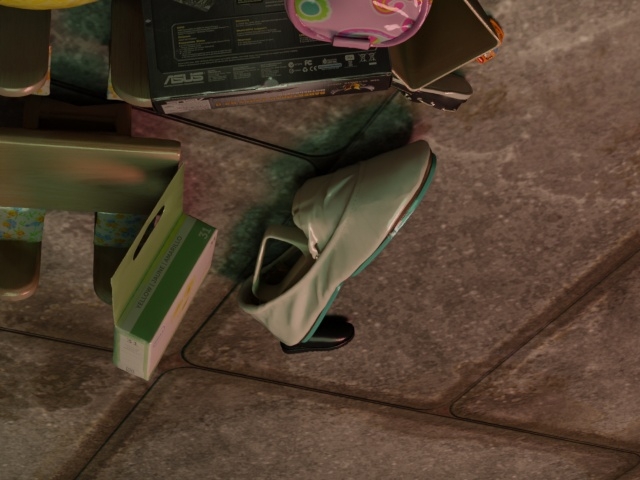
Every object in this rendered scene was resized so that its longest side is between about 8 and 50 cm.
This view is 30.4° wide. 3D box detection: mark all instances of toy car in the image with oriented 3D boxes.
[{"bbox_3d":[0.164,-0.235,1.273,0.060,0.041,0.122,-15,143,10],"label":"toy car"}]

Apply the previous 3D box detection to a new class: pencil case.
[{"bbox_3d":[0.032,-0.284,0.985,0.124,0.284,0.124,0,139,0],"label":"pencil case"}]

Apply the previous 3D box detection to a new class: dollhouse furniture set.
[{"bbox_3d":[-0.351,-0.049,1.255,0.394,0.257,0.362,3,143,-13],"label":"dollhouse furniture set"}]

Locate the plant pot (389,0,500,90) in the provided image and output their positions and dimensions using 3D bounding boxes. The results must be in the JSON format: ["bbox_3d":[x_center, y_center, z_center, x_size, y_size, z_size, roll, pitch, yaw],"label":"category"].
[{"bbox_3d":[0.106,-0.239,1.210,0.109,0.096,0.109,-26,140,25],"label":"plant pot"}]

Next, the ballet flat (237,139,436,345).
[{"bbox_3d":[0.000,0.000,1.504,0.139,0.139,0.400,11,141,-23],"label":"ballet flat"}]

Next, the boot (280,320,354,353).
[{"bbox_3d":[-0.014,0.119,1.718,0.121,0.045,0.099,-10,138,1],"label":"boot"}]

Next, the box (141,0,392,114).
[{"bbox_3d":[-0.055,-0.225,1.129,0.230,0.183,0.056,-7,171,-1],"label":"box"}]

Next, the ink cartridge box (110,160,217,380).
[{"bbox_3d":[-0.177,0.040,1.346,0.056,0.171,0.235,26,151,3],"label":"ink cartridge box"}]

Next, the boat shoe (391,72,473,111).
[{"bbox_3d":[0.114,-0.174,1.344,0.125,0.046,0.038,6,137,-31],"label":"boat shoe"}]

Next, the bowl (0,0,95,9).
[{"bbox_3d":[-0.238,-0.312,0.891,0.289,0.156,0.290,1,108,2],"label":"bowl"}]
